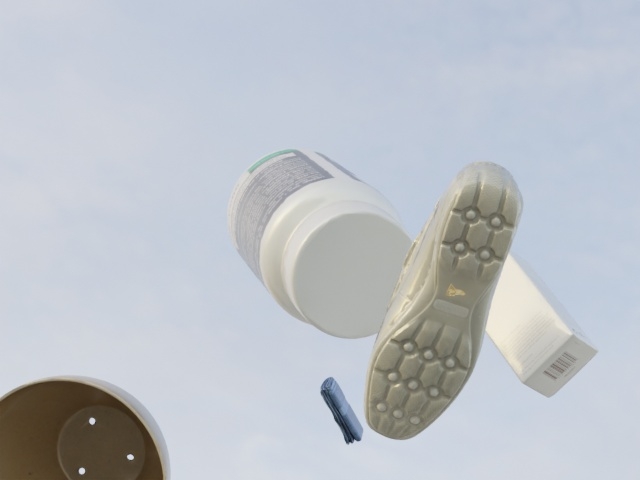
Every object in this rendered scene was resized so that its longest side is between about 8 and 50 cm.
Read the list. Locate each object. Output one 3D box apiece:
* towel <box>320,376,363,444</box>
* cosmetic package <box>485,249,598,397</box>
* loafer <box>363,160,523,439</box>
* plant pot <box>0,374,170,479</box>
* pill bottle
[{"bbox_3d":[0.037,0.307,2.374,0.029,0.067,0.119,-28,-83,14],"label":"towel"},{"bbox_3d":[0.326,0.126,2.093,0.117,0.231,0.085,-45,-47,15],"label":"cosmetic package"},{"bbox_3d":[0.132,0.065,1.416,0.112,0.111,0.319,23,-74,-3],"label":"loafer"},{"bbox_3d":[-0.334,0.316,1.858,0.284,0.284,0.191,7,6,7],"label":"plant pot"},{"bbox_3d":[0.000,0.000,1.816,0.204,0.361,0.204,-4,-75,-14],"label":"pill bottle"}]
